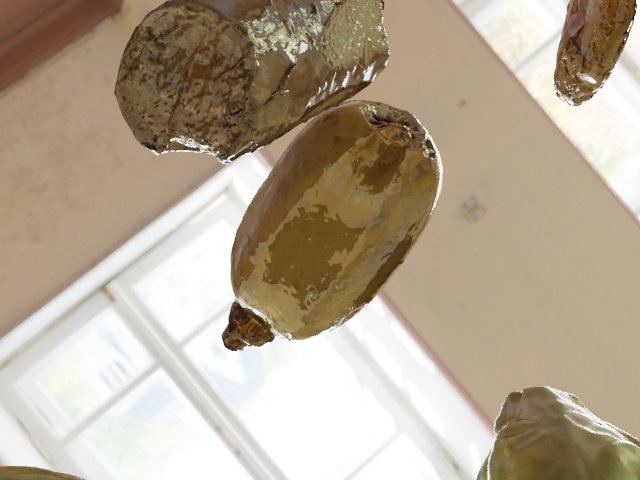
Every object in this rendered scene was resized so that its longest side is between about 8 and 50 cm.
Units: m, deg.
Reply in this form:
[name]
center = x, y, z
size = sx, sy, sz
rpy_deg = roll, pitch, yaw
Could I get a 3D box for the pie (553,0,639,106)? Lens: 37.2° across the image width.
[pie]
center = 0.333, -0.283, 1.139
size = 0.273, 0.069, 0.274
rpy_deg = 11, 90, -81

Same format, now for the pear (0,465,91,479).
[pear]
center = -0.263, 0.321, 0.754
size = 0.375, 0.288, 0.287
rpy_deg = -21, 174, -12

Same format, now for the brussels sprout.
[brussels sprout]
center = 0.327, 0.346, 1.217
size = 0.242, 0.317, 0.273
rpy_deg = -2, 175, -12

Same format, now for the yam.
[yam]
center = -0.042, -0.149, 0.744
size = 0.128, 0.129, 0.238
rpy_deg = -40, 178, 41

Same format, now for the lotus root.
[lotus root]
center = 0.000, 0.000, 1.016
size = 0.343, 0.169, 0.151
rpy_deg = -54, 174, 30
